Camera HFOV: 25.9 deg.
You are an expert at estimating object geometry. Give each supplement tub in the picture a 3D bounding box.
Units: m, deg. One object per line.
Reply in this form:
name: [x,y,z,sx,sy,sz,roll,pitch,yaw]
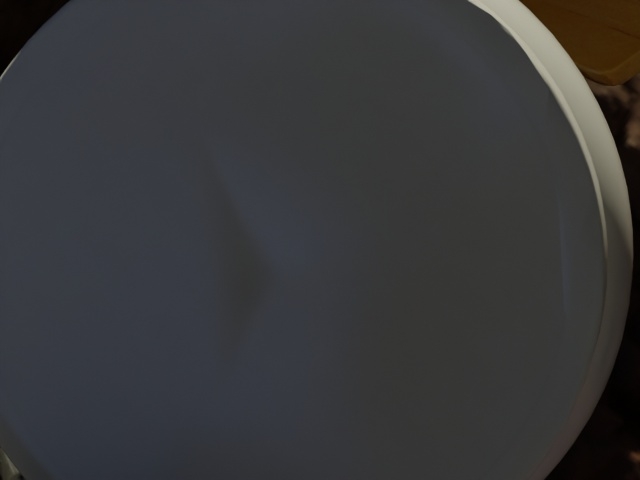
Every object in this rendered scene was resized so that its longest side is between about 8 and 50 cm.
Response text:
supplement tub: [0.000,0.000,0.581,0.241,0.241,0.331,-59,-4,5]

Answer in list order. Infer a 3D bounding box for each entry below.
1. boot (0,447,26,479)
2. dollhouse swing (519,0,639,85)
boot: [-0.019,0.287,0.861,0.146,0.445,0.367,-54,26,-12]
dollhouse swing: [0.082,-0.189,1.097,0.315,0.347,0.305,34,91,35]
